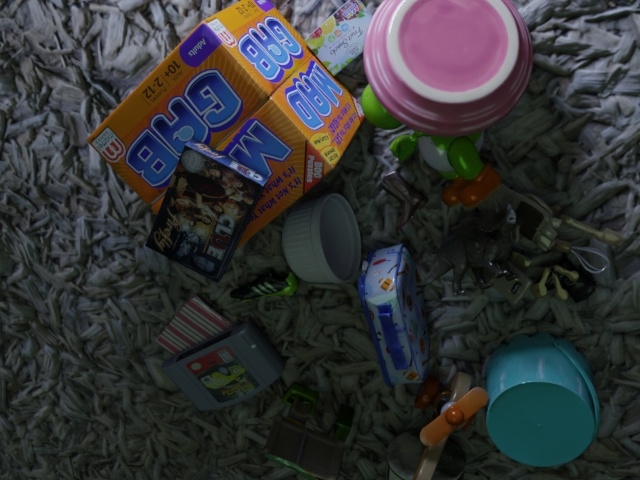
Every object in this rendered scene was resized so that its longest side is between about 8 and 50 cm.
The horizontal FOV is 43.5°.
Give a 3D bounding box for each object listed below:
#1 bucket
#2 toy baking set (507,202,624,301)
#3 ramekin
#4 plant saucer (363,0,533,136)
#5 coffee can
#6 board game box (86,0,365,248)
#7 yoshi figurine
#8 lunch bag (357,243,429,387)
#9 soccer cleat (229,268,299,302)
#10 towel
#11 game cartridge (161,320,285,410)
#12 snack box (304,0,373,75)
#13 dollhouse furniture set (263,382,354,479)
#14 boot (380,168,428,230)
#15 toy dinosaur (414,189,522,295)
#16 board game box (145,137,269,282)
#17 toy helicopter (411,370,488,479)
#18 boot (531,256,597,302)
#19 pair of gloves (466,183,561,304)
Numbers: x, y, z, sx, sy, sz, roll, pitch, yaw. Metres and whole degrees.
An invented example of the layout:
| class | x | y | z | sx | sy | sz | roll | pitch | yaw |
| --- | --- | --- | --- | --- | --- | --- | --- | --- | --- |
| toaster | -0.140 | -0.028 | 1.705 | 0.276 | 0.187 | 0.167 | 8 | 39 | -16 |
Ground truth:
| class | x | y | z | sx | sy | sz | roll | pitch | yaw |
| --- | --- | --- | --- | --- | --- | --- | --- | --- | --- |
| bucket | 0.515 | 0.379 | 1.884 | 0.281 | 0.183 | 0.281 | 6 | 116 | 11 |
| toy baking set | 0.526 | 0.021 | 1.773 | 0.256 | 0.030 | 0.197 | -42 | 85 | 26 |
| ramekin | 0.000 | 0.000 | 1.827 | 0.109 | 0.207 | 0.207 | -9 | 113 | 27 |
| plant saucer | 0.249 | -0.369 | 1.546 | 0.332 | 0.084 | 0.332 | 0 | 80 | 0 |
| coffee can | 0.262 | 0.662 | 2.073 | 0.201 | 0.201 | 0.275 | 7 | 117 | 11 |
| board game box | -0.176 | -0.237 | 1.664 | 0.356 | 0.356 | 0.356 | -37 | 102 | 27 |
| yoshi figurine | 0.208 | -0.221 | 1.673 | 0.203 | 0.203 | 0.362 | -28 | 102 | 31 |
| lunch bag | 0.168 | 0.169 | 1.837 | 0.114 | 0.243 | 0.303 | -11 | 113 | 19 |
| soccer cleat | -0.142 | 0.110 | 1.998 | 0.178 | 0.060 | 0.072 | -8 | 103 | 11 |
| towel | -0.331 | 0.245 | 2.125 | 0.144 | 0.029 | 0.197 | 38 | 118 | -9 |
| game cartridge | -0.251 | 0.342 | 2.120 | 0.294 | 0.060 | 0.196 | -27 | 118 | 22 |
| snack box | 0.051 | -0.432 | 1.694 | 0.141 | 0.037 | 0.100 | -37 | 103 | 26 |
| dollhouse furniture set | -0.045 | 0.530 | 2.030 | 0.197 | 0.301 | 0.151 | 23 | 116 | 0 |
| boot | 0.171 | -0.094 | 1.826 | 0.114 | 0.037 | 0.106 | 39 | 105 | -10 |
| toy dinosaur | 0.339 | 0.024 | 1.756 | 0.313 | 0.121 | 0.160 | -30 | 67 | 43 |
| board game box | -0.220 | -0.054 | 1.537 | 0.165 | 0.042 | 0.243 | 27 | 119 | -1 |
| toy helicopter | 0.281 | 0.466 | 1.882 | 0.140 | 0.355 | 0.235 | 27 | 152 | 1 |
| boot | 0.555 | 0.104 | 1.821 | 0.099 | 0.045 | 0.121 | 41 | 115 | -8 |
| pair of gloves | 0.409 | -0.004 | 1.779 | 0.204 | 0.042 | 0.240 | 33 | 117 | 24 |
